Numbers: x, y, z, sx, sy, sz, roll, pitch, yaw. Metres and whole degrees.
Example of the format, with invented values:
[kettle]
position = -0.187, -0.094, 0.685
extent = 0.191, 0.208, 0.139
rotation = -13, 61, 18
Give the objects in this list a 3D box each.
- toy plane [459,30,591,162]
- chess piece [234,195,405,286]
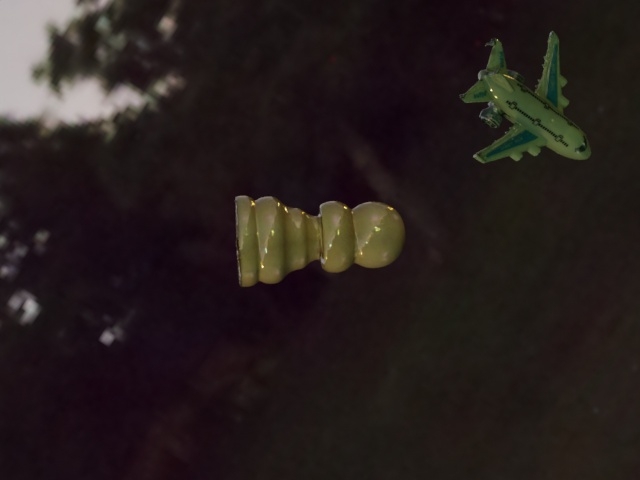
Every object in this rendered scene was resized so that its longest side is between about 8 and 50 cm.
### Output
[toy plane]
position = 0.110, -0.068, 0.810
extent = 0.080, 0.083, 0.033
rotation = -58, 23, -12
[chess piece]
position = 0.000, 0.000, 1.528
extent = 0.094, 0.171, 0.094
rotation = 179, 90, -87
